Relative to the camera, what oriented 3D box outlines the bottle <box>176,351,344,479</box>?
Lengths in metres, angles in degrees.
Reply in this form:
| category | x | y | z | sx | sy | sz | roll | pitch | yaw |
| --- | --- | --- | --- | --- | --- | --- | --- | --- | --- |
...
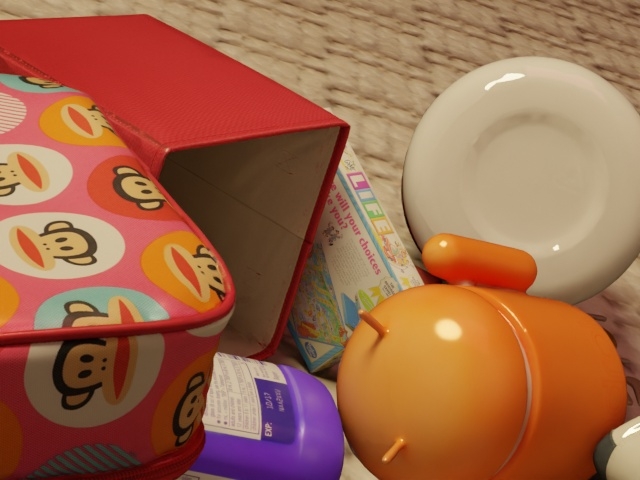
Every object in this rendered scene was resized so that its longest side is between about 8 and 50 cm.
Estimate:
| category | x | y | z | sx | sy | sz | roll | pitch | yaw |
| --- | --- | --- | --- | --- | --- | --- | --- | --- | --- |
| bottle | -0.131 | 0.099 | 0.980 | 0.282 | 0.092 | 0.118 | 13 | 19 | -17 |

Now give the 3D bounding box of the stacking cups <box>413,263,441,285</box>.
| category | x | y | z | sx | sy | sz | roll | pitch | yaw |
| --- | --- | --- | --- | --- | --- | --- | --- | --- | --- |
| stacking cups | -0.060 | -0.009 | 1.312 | 0.316 | 0.096 | 0.096 | 29 | 23 | 15 |

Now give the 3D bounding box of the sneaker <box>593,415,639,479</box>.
| category | x | y | z | sx | sy | sz | roll | pitch | yaw |
| --- | --- | --- | --- | --- | --- | --- | --- | --- | --- |
| sneaker | 0.275 | 0.114 | 1.075 | 0.258 | 0.094 | 0.091 | -6 | 29 | -40 |

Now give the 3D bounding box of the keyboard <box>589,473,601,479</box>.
| category | x | y | z | sx | sy | sz | roll | pitch | yaw |
| --- | --- | --- | --- | --- | --- | --- | --- | --- | --- |
| keyboard | 0.194 | 0.160 | 1.200 | 0.317 | 0.033 | 0.201 | 1 | 35 | -40 |

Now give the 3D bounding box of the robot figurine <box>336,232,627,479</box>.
| category | x | y | z | sx | sy | sz | roll | pitch | yaw |
| --- | --- | --- | --- | --- | --- | --- | --- | --- | --- |
| robot figurine | 0.096 | 0.089 | 1.045 | 0.128 | 0.158 | 0.219 | 36 | 17 | 36 |

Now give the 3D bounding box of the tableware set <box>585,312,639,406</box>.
| category | x | y | z | sx | sy | sz | roll | pitch | yaw |
| --- | --- | --- | --- | --- | --- | --- | --- | --- | --- |
| tableware set | 0.189 | 0.093 | 1.367 | 0.104 | 0.024 | 0.154 | 12 | 24 | -11 |

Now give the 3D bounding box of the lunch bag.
| category | x | y | z | sx | sy | sz | roll | pitch | yaw |
| --- | --- | --- | --- | --- | --- | --- | --- | --- | --- |
| lunch bag | -0.204 | 0.012 | 0.859 | 0.258 | 0.120 | 0.293 | -3 | 31 | -28 |

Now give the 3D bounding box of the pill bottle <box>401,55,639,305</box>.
| category | x | y | z | sx | sy | sz | roll | pitch | yaw |
| --- | --- | --- | --- | --- | --- | --- | --- | --- | --- |
| pill bottle | 0.153 | -0.040 | 1.367 | 0.181 | 0.181 | 0.323 | 21 | 2 | 2 |

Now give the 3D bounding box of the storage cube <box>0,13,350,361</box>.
| category | x | y | z | sx | sy | sz | roll | pitch | yaw |
| --- | --- | --- | --- | --- | --- | --- | --- | --- | --- |
| storage cube | -0.130 | -0.028 | 1.161 | 0.193 | 0.184 | 0.215 | 31 | 25 | 28 |

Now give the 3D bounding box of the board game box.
| category | x | y | z | sx | sy | sz | roll | pitch | yaw |
| --- | --- | --- | --- | --- | --- | --- | --- | --- | --- |
| board game box | 0.000 | 0.000 | 1.223 | 0.026 | 0.103 | 0.154 | -9 | 68 | -52 |
